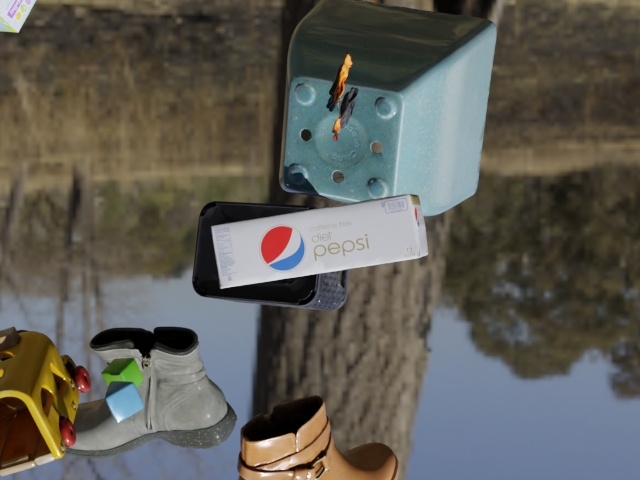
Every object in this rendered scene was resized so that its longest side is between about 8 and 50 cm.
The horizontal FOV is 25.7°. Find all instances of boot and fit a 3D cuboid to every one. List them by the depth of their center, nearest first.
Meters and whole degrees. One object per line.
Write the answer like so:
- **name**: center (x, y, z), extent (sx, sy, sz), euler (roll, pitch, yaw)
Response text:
- **boot**: center (-0.224, 0.162, 1.599), extent (0.246, 0.161, 0.083), euler (-8, -143, 22)
- **boot**: center (-0.003, 0.296, 1.943), extent (0.283, 0.220, 0.109), euler (-22, -144, -29)

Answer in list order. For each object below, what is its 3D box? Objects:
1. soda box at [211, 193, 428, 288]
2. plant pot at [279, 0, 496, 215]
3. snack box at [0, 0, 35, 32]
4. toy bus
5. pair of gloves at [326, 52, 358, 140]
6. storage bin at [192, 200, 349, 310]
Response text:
- **soda box**: center (0.000, 0.000, 1.471), extent (0.216, 0.069, 0.074), euler (-8, 180, 12)
- **plant pot**: center (0.066, -0.158, 1.788), extent (0.248, 0.247, 0.252), euler (11, -159, 16)
- **snack box**: center (-0.352, -0.307, 1.452), extent (0.207, 0.174, 0.070), euler (12, 160, 45)
- **toy bus**: center (-0.288, 0.136, 1.328), extent (0.202, 0.104, 0.191), euler (6, -145, 46)
- **pair of gloves**: center (0.026, -0.163, 1.597), extent (0.010, 0.074, 0.083), euler (12, 149, 17)
- **storage bin**: center (-0.060, 0.019, 1.751), extent (0.180, 0.122, 0.084), euler (4, 175, 29)
